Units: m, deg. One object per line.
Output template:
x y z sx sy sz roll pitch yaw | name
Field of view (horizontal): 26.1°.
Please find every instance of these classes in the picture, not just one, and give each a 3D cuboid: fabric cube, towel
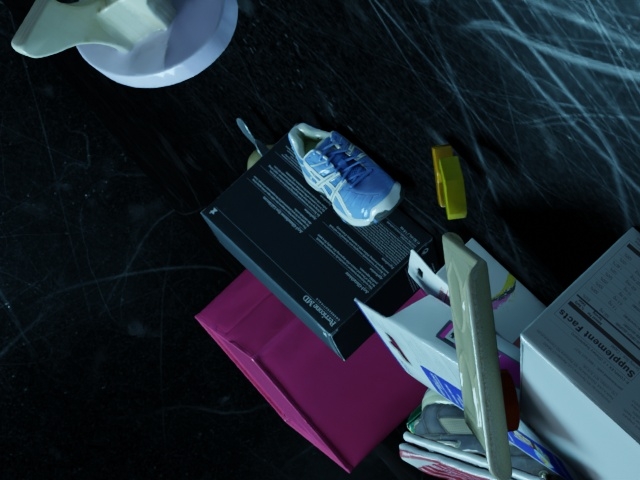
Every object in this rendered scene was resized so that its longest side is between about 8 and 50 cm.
0.016 0.142 2.070 0.254 0.258 0.259 51 169 -25 | fabric cube
0.266 0.293 1.484 0.329 0.037 0.237 28 169 -33 | towel

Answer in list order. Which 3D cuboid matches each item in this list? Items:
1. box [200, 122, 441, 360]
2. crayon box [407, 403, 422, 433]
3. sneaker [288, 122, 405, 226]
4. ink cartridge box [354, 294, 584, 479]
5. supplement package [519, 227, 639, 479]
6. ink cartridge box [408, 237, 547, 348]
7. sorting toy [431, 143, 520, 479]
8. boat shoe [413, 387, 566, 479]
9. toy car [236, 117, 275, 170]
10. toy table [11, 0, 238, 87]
0.000 0.000 1.816 0.261 0.184 0.103 43 168 26 | box
0.262 0.346 2.167 0.278 0.081 0.165 48 -167 0 | crayon box
0.024 -0.082 1.701 0.211 0.080 0.081 32 165 51 | sneaker
0.206 0.172 1.595 0.371 0.069 0.175 29 162 42 | ink cartridge box
0.302 0.148 1.265 0.204 0.145 0.262 43 169 21 | supplement package
0.195 0.072 1.625 0.198 0.067 0.115 44 169 12 | ink cartridge box
0.157 0.061 1.377 0.229 0.041 0.307 -96 -2 -81 | sorting toy
0.264 0.274 1.705 0.355 0.130 0.132 5 149 43 | boat shoe
-0.082 -0.082 2.005 0.155 0.149 0.188 51 164 52 | toy car
-0.240 -0.292 1.607 0.274 0.252 0.161 8 160 40 | toy table
